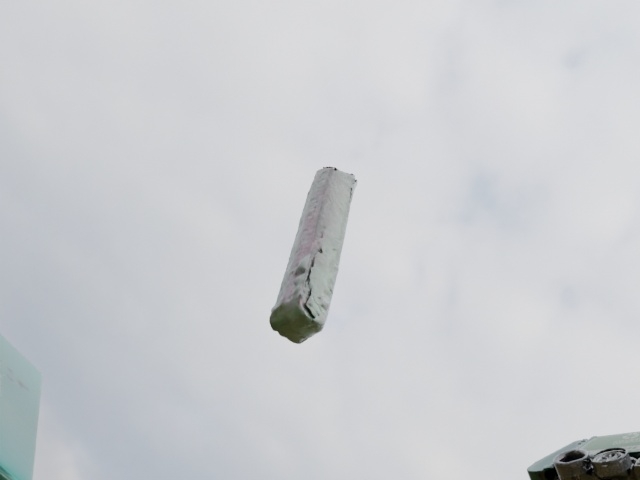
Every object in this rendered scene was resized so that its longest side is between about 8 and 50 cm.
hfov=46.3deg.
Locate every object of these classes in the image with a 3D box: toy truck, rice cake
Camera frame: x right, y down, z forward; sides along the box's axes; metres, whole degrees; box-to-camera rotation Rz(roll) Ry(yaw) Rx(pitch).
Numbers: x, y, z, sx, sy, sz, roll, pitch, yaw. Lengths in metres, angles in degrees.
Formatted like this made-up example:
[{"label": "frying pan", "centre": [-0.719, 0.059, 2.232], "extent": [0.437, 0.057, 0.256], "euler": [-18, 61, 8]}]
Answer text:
[{"label": "toy truck", "centre": [0.340, 0.254, 0.770], "extent": [0.253, 0.124, 0.114], "euler": [-22, -91, 39]}, {"label": "rice cake", "centre": [-0.001, 0.000, 0.558], "extent": [0.033, 0.207, 0.033], "euler": [-33, -67, 27]}]

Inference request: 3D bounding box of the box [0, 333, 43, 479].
[{"label": "box", "centre": [-0.268, 0.135, 0.475], "extent": [0.092, 0.153, 0.245], "euler": [51, -10, -16]}]
